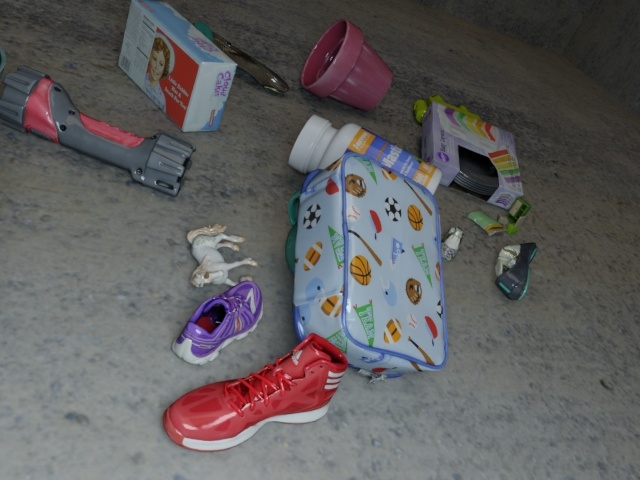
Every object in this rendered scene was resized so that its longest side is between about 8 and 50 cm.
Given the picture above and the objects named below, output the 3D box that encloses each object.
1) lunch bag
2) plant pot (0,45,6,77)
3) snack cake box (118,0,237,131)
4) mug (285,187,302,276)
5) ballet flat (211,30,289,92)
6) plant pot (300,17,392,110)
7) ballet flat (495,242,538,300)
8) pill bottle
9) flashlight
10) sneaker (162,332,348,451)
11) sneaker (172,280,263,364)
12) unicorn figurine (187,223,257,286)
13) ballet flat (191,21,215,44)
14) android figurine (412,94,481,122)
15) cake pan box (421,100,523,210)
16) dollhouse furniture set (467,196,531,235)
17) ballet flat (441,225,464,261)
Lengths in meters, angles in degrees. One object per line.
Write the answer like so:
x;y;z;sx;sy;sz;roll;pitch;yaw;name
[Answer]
0.080;0.045;0.884;0.243;0.115;0.304;23;59;-38;lunch bag
-0.560;-0.167;0.768;0.293;0.196;0.293;19;29;-11;plant pot
-0.293;-0.354;1.263;0.089;0.152;0.264;-14;50;-46;snack cake box
0.007;0.004;0.979;0.129;0.097;0.158;3;72;-42;mug
-0.187;-0.427;1.541;0.249;0.058;0.084;34;11;2;ballet flat
0.077;-0.433;1.614;0.180;0.201;0.201;28;29;-27;plant pot
0.385;0.045;1.247;0.074;0.074;0.203;31;35;8;ballet flat
0.082;-0.131;1.207;0.272;0.152;0.152;29;33;3;pill bottle
-0.357;-0.180;1.023;0.304;0.103;0.103;20;30;-7;flashlight
-0.065;0.158;0.718;0.221;0.128;0.087;-6;44;-40;sneaker
-0.121;0.096;0.821;0.068;0.071;0.170;31;32;8;sneaker
-0.150;0.032;0.915;0.111;0.060;0.162;-1;25;-35;unicorn figurine
-0.269;-0.415;1.444;0.080;0.073;0.232;16;39;-30;ballet flat
0.383;-0.330;1.786;0.248;0.056;0.273;18;33;-13;android figurine
0.371;-0.211;1.563;0.245;0.070;0.267;19;45;-8;cake pan box
0.413;-0.058;1.419;0.151;0.059;0.076;-7;45;-41;dollhouse furniture set
0.263;0.000;1.251;0.041;0.041;0.114;30;33;7;ballet flat
